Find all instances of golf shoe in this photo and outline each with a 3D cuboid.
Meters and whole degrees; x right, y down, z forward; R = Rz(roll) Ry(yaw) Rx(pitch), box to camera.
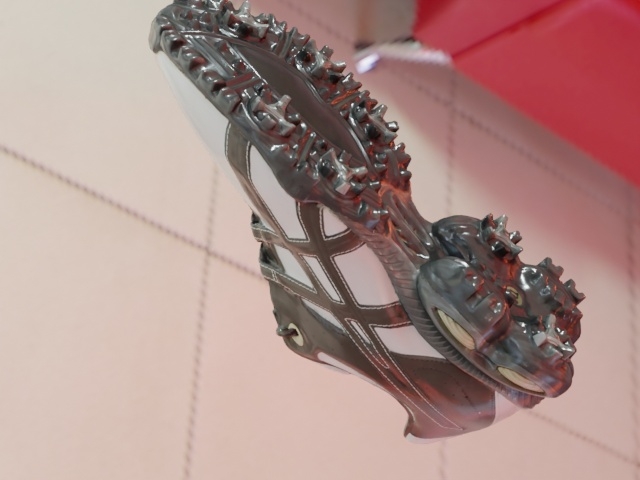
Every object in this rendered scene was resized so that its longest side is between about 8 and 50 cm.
[{"bbox_3d":[0.000,0.000,0.628,0.198,0.094,0.077,45,34,-4],"label":"golf shoe"}]
